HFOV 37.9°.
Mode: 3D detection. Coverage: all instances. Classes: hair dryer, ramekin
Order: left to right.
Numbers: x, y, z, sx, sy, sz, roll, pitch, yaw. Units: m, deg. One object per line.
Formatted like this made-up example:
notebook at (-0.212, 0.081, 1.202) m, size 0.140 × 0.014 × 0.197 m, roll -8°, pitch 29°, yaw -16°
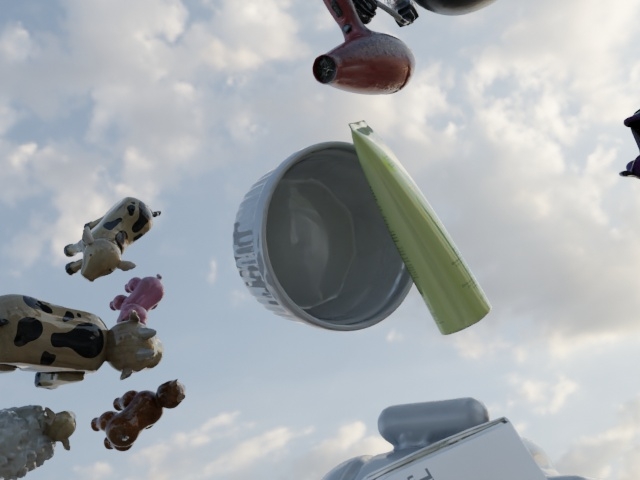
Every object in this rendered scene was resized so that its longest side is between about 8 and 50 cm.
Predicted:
ramekin at (0.000, 0.000, 1.044) m, size 0.207 × 0.207 × 0.109 m, roll 3°, pitch -7°, yaw -31°
hair dryer at (0.031, -0.280, 1.221) m, size 0.224 × 0.293 × 0.080 m, roll 30°, pitch -52°, yaw -20°

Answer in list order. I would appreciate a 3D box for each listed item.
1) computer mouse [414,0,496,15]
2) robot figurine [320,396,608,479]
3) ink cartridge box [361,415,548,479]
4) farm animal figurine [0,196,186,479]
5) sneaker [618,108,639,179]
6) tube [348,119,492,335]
computer mouse at (0.181, -0.315, 0.955) m, size 0.188 × 0.072 × 0.272 m, roll -23°, pitch -19°, yaw -28°
robot figurine at (0.123, 0.311, 0.944) m, size 0.353 × 0.300 × 0.200 m, roll -14°, pitch -25°, yaw 29°
ink cartridge box at (0.051, 0.226, 0.482) m, size 0.100 × 0.172 × 0.237 m, roll -14°, pitch -27°, yaw -35°
farm animal figurine at (-0.290, 0.106, 1.166) m, size 0.327 × 0.330 × 0.172 m, roll -4°, pitch -11°, yaw -45°
sneaker at (0.419, -0.167, 1.115) m, size 0.098 × 0.223 × 0.083 m, roll 15°, pitch -18°, yaw -3°
tube at (0.096, -0.019, 0.965) m, size 0.062 × 0.240 × 0.070 m, roll -30°, pitch 1°, yaw -26°
